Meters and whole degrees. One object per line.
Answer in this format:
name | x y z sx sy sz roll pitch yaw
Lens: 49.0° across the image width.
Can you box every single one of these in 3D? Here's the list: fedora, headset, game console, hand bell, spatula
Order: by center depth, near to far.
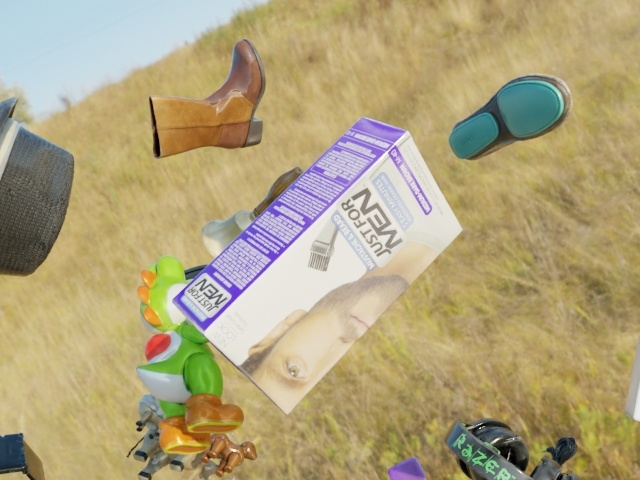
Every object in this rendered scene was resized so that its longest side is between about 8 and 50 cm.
fedora | -0.510 -0.062 1.175 0.334 0.153 0.334 -45 34 43
game console | -0.545 0.402 1.245 0.107 0.071 0.122 0 14 -27
headset | 0.395 0.425 1.347 0.243 0.394 0.185 33 87 41
hand bell | -0.112 -0.058 1.362 0.242 0.126 0.126 -42 2 31
spatula | 0.163 0.688 1.950 0.296 0.084 0.030 -34 -14 31

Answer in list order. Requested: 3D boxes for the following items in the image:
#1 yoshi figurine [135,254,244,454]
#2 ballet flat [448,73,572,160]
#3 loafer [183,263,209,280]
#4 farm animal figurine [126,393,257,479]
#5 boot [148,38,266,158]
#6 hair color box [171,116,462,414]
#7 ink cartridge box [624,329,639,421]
yoshi figurine | -0.229 0.197 1.300 0.204 0.362 0.203 -13 -29 -8
ballet flat | 0.343 -0.222 1.216 0.106 0.107 0.316 -24 4 -24
loafer | -0.243 0.102 1.599 0.268 0.084 0.096 -20 -30 16
farm animal figurine | -0.279 0.514 1.636 0.172 0.327 0.330 -54 -17 -55
boot | -0.273 -0.335 1.639 0.281 0.264 0.096 -11 28 -34
hair color box | 0.006 0.029 0.883 0.339 0.185 0.110 -44 37 -10
ink cartridge box | 0.677 0.229 1.162 0.283 0.207 0.117 11 -4 17
